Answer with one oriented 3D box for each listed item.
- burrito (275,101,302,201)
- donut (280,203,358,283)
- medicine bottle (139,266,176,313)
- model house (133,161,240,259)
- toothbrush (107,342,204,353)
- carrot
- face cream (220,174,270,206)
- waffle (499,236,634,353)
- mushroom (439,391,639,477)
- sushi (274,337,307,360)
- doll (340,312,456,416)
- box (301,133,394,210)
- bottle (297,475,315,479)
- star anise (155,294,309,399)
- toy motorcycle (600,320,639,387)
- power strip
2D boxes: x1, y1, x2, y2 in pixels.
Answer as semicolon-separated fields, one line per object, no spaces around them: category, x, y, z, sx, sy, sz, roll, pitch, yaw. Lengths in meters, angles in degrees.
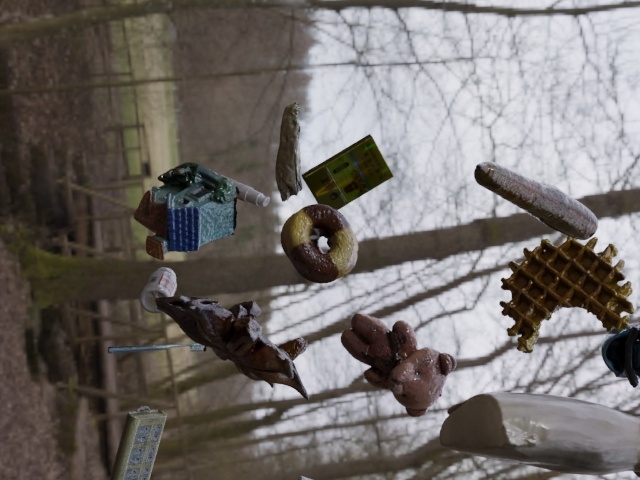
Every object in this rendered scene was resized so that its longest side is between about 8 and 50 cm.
burrito;-0.067;-0.198;1.962;0.063;0.058;0.230;15;-72;31
donut;0.000;0.000;1.915;0.073;0.166;0.184;107;-36;-73
medicine bottle;-0.416;0.125;2.235;0.140;0.079;0.079;-86;176;-68
model house;-0.228;-0.040;1.350;0.148;0.148;0.120;27;-49;28
toothbrush;-0.374;0.248;1.976;0.016;0.219;0.019;126;-39;-64
carrot;0.363;-0.074;1.468;0.070;0.342;0.070;-24;-124;41
face cream;-0.162;-0.101;1.799;0.130;0.034;0.034;22;-52;28
waffle;0.548;0.113;1.945;0.069;0.292;0.260;44;38;-55
mushroom;0.422;0.336;1.495;0.154;0.407;0.138;110;-17;-56
sushi;-0.083;0.279;2.128;0.060;0.117;0.062;88;-15;-77
doll;0.174;0.305;2.173;0.156;0.303;0.201;-18;137;-64
box;0.065;-0.156;2.075;0.121;0.193;0.030;58;2;-27
bottle;0.045;0.601;1.990;0.060;0.217;0.060;-160;-90;-81
star anise;-0.115;0.137;1.300;0.103;0.272;0.272;-58;179;-18
toy motorcycle;0.793;0.266;1.918;0.416;0.232;0.172;-156;-119;-62
power strip;-0.382;0.467;1.747;0.034;0.092;0.268;20;-84;36
